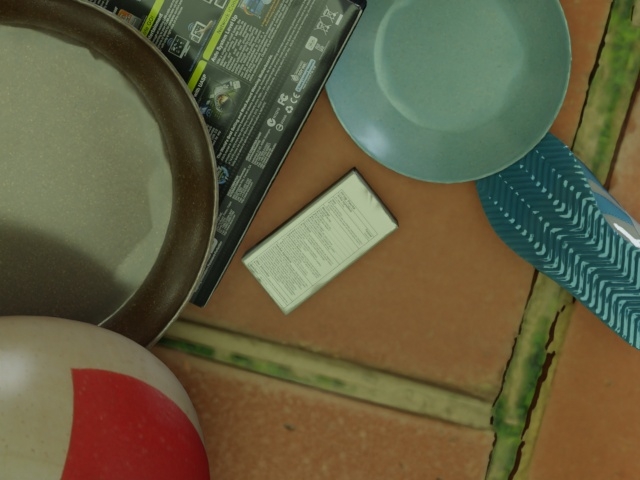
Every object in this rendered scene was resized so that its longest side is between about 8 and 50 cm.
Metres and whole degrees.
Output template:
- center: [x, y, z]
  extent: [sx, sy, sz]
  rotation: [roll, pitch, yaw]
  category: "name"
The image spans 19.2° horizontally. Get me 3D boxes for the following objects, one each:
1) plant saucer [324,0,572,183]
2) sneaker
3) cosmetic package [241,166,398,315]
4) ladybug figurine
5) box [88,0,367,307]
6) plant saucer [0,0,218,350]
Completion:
- center: [0.098, -0.142, 1.453]
  extent: [0.195, 0.037, 0.195]
  rotation: [3, 100, 14]
  category: "plant saucer"
- center: [0.205, 0.002, 1.463]
  extent: [0.087, 0.092, 0.228]
  rotation: [-43, 76, 9]
  category: "sneaker"
- center: [0.000, 0.000, 1.487]
  extent: [0.115, 0.041, 0.060]
  rotation: [-37, 95, 6]
  category: "cosmetic package"
- center: [-0.212, 0.209, 1.339]
  extent: [0.305, 0.449, 0.162]
  rotation: [-39, 62, 5]
  category: "ladybug figurine"
- center: [-0.119, -0.115, 1.447]
  extent: [0.216, 0.060, 0.270]
  rotation: [28, 105, -1]
  category: "box"
- center: [-0.232, -0.034, 1.389]
  extent: [0.311, 0.050, 0.310]
  rotation: [-2, 101, -11]
  category: "plant saucer"
